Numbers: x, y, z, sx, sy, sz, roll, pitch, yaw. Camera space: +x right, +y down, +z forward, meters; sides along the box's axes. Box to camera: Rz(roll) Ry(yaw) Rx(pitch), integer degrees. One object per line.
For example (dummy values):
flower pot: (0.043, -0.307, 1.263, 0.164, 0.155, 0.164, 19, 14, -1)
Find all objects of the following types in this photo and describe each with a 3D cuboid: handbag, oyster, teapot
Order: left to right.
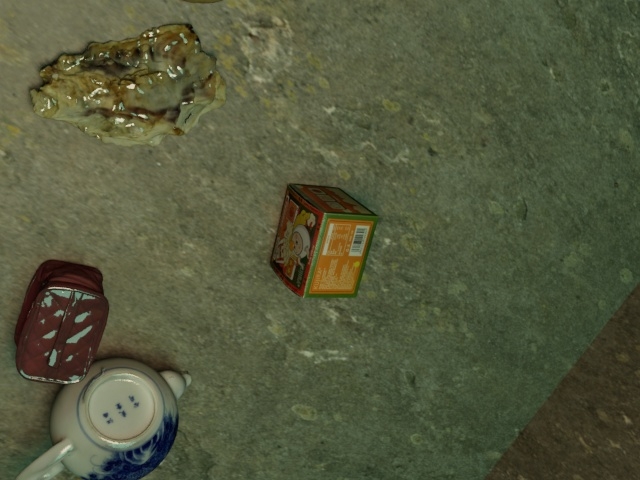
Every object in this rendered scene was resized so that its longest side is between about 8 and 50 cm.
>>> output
handbag: (-0.496, 0.158, 1.395, 0.146, 0.135, 0.225, 16, 107, -30)
teapot: (-0.428, 0.380, 1.500, 0.424, 0.252, 0.280, -32, 169, -34)
oyster: (-0.325, -0.259, 1.297, 0.354, 0.107, 0.201, -20, 119, -20)

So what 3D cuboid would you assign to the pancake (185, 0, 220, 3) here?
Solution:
pancake: (-0.205, -0.533, 1.260, 0.222, 0.042, 0.236, 15, 106, -32)

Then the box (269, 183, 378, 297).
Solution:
box: (0.000, 0.000, 1.566, 0.148, 0.177, 0.195, 2, 114, -31)
